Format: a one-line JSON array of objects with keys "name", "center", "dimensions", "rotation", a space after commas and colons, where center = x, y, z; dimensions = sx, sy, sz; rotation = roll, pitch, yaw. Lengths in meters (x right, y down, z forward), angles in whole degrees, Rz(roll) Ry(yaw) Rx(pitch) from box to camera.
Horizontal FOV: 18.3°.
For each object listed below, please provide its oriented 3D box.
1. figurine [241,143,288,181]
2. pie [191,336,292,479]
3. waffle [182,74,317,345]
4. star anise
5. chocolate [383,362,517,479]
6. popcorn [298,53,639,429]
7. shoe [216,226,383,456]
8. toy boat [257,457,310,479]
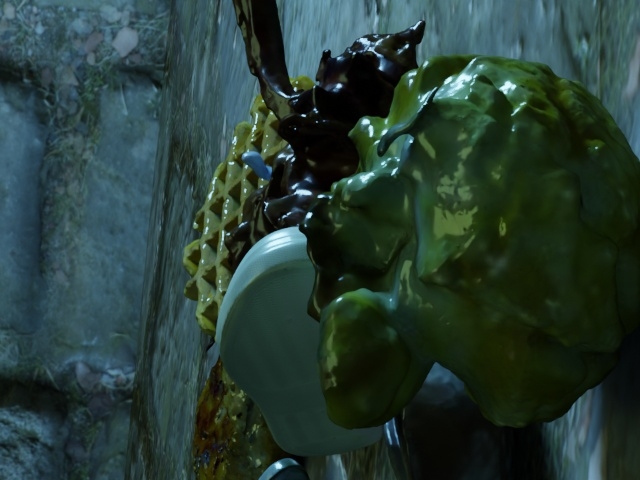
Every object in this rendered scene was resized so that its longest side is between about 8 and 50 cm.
[{"name": "figurine", "center": [0.000, 0.000, 1.555], "dimensions": [0.208, 0.128, 0.184], "rotation": [-107, 21, -51]}, {"name": "pie", "center": [-0.069, 0.131, 1.961], "dimensions": [0.308, 0.085, 0.308], "rotation": [-175, 90, -79]}, {"name": "waffle", "center": [-0.046, -0.028, 1.812], "dimensions": [0.253, 0.056, 0.249], "rotation": [-58, 29, 21]}, {"name": "star anise", "center": [0.015, -0.086, 1.388], "dimensions": [0.237, 0.148, 0.346], "rotation": [31, -122, -65]}, {"name": "chocolate", "center": [0.080, 0.092, 1.212], "dimensions": [0.254, 0.080, 0.157], "rotation": [-100, 3, -57]}, {"name": "popcorn", "center": [0.072, 0.008, 1.007], "dimensions": [0.198, 0.212, 0.198], "rotation": [53, 169, 15]}, {"name": "shoe", "center": [-0.013, 0.039, 1.195], "dimensions": [0.265, 0.095, 0.110], "rotation": [81, -179, -61]}, {"name": "toy boat", "center": [-0.052, 0.279, 1.823], "dimensions": [0.085, 0.078, 0.260], "rotation": [58, 151, 32]}]
